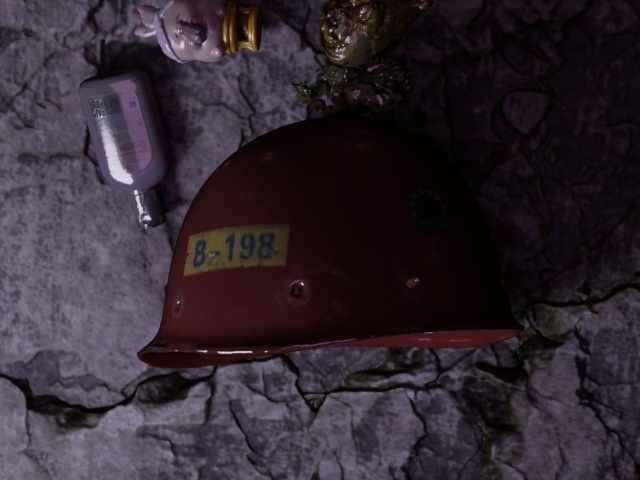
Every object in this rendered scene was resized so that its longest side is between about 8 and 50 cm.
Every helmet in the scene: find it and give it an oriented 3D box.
[{"bbox_3d":[0.000,0.000,1.583,0.384,0.337,0.230,-7,84,43],"label":"helmet"}]

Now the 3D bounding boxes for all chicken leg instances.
[{"bbox_3d":[0.078,-0.228,1.559,0.178,0.093,0.070,-28,86,-8],"label":"chicken leg"}]

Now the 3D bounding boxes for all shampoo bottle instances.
[{"bbox_3d":[-0.195,-0.094,1.713,0.080,0.040,0.165,-10,107,15],"label":"shampoo bottle"}]

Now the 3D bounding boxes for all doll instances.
[{"bbox_3d":[-0.124,-0.210,1.631,0.127,0.084,0.073,2,109,5],"label":"doll"}]

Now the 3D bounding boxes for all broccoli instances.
[{"bbox_3d":[0.032,-0.150,1.614,0.097,0.092,0.095,42,102,15],"label":"broccoli"}]
